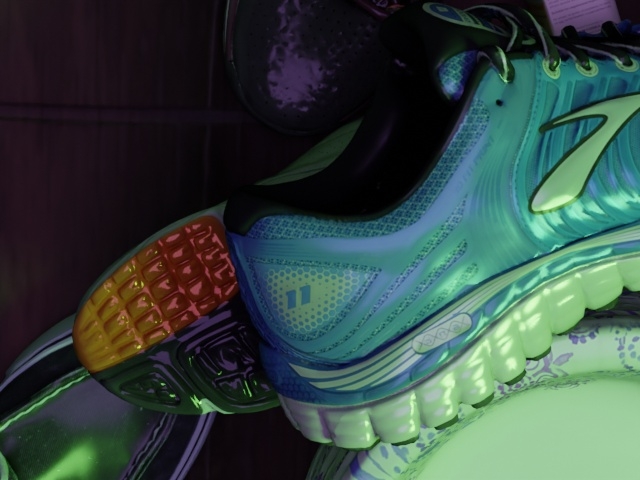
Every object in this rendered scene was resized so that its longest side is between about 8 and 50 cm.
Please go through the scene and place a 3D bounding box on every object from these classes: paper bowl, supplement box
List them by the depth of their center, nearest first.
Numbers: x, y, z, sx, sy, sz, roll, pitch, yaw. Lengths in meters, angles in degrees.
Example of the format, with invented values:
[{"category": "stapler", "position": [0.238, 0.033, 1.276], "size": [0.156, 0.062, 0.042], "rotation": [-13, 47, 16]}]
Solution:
[{"category": "paper bowl", "position": [0.129, 0.155, 0.884], "size": [0.284, 0.148, 0.284], "rotation": [-1, 104, -2]}, {"category": "supplement box", "position": [0.124, -0.121, 0.896], "size": [0.036, 0.062, 0.098], "rotation": [-18, 98, 1]}]

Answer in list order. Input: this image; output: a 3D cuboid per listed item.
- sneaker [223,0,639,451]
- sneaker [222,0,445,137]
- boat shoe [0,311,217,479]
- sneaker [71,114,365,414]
[{"category": "sneaker", "position": [0.105, -0.050, 0.764], "size": [0.330, 0.130, 0.147], "rotation": [-32, 108, -11]}, {"category": "sneaker", "position": [0.044, -0.172, 0.833], "size": [0.106, 0.162, 0.281], "rotation": [30, 95, -7]}, {"category": "boat shoe", "position": [-0.169, 0.148, 0.896], "size": [0.306, 0.105, 0.113], "rotation": [-39, 98, 3]}, {"category": "sneaker", "position": [0.000, 0.000, 0.871], "size": [0.262, 0.121, 0.099], "rotation": [-24, 104, -12]}]
